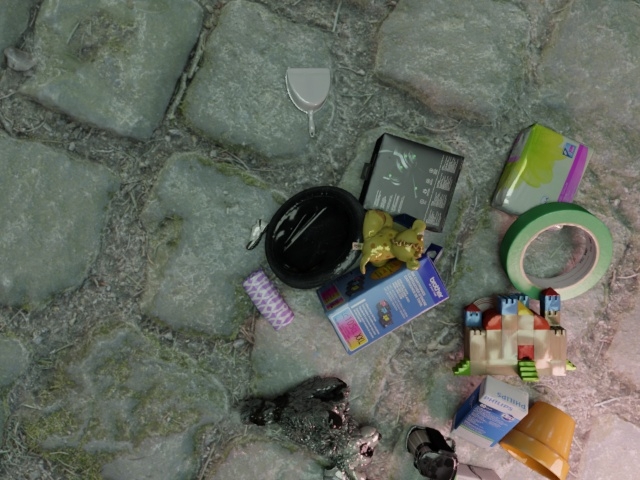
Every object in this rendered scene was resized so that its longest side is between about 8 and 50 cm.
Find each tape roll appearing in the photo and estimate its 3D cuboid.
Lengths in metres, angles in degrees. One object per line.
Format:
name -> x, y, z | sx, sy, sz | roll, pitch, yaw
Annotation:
tape roll -> 0.743, 0.040, 1.501 | 0.321, 0.077, 0.321 | 1, 115, 2

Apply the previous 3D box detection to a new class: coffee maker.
coffee maker -> 0.374, 0.677, 1.504 | 0.171, 0.178, 0.120 | -9, 93, -4

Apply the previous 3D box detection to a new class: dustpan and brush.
dustpan and brush -> -0.033, -0.438, 1.505 | 0.147, 0.060, 0.211 | -6, 86, -16

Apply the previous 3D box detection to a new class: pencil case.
pencil case -> -0.166, 0.187, 1.496 | 0.086, 0.088, 0.206 | -33, 93, -5

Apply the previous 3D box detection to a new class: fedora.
fedora -> 0.000, 0.000, 1.447 | 0.334, 0.152, 0.334 | -5, 74, 19

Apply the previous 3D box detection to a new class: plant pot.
plant pot -> 0.721, 0.637, 1.531 | 0.205, 0.205, 0.188 | 39, 73, -4

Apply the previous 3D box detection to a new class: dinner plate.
dinner plate -> 0.555, 0.260, 1.583 | 0.141, 0.017, 0.141 | 0, 92, -3

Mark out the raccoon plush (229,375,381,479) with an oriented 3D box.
raccoon plush -> -0.034, 0.616, 1.514 | 0.446, 0.216, 0.299 | -7, 108, 25

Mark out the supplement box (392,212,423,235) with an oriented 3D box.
supplement box -> 0.256, -0.023, 1.396 | 0.056, 0.083, 0.083 | -20, 121, -28

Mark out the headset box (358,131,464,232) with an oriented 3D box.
headset box -> 0.269, -0.180, 1.491 | 0.283, 0.131, 0.246 | 15, 92, -4

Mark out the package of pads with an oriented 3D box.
package of pads -> 0.714, -0.205, 1.536 | 0.229, 0.101, 0.296 | 21, 90, -5

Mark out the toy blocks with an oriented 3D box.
toy blocks -> 0.606, 0.282, 1.488 | 0.381, 0.191, 0.261 | -2, 95, 6

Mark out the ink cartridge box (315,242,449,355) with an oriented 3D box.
ink cartridge box -> 0.201, 0.146, 1.428 | 0.395, 0.270, 0.151 | -28, 101, -3

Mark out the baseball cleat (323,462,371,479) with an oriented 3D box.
baseball cleat -> 0.112, 0.778, 1.544 | 0.206, 0.072, 0.109 | 7, 85, -8

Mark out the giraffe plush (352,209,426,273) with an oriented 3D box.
giraffe plush -> 0.207, 0.006, 1.295 | 0.170, 0.210, 0.181 | 3, 107, 28

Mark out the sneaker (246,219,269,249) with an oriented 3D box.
sneaker -> -0.209, -0.019, 1.515 | 0.043, 0.040, 0.109 | 33, 86, 12

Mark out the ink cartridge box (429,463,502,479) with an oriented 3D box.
ink cartridge box -> 0.475, 0.835, 1.559 | 0.219, 0.092, 0.160 | 12, 92, -4

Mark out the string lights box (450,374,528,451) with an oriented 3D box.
string lights box -> 0.522, 0.544, 1.474 | 0.133, 0.077, 0.260 | 24, 132, 8
